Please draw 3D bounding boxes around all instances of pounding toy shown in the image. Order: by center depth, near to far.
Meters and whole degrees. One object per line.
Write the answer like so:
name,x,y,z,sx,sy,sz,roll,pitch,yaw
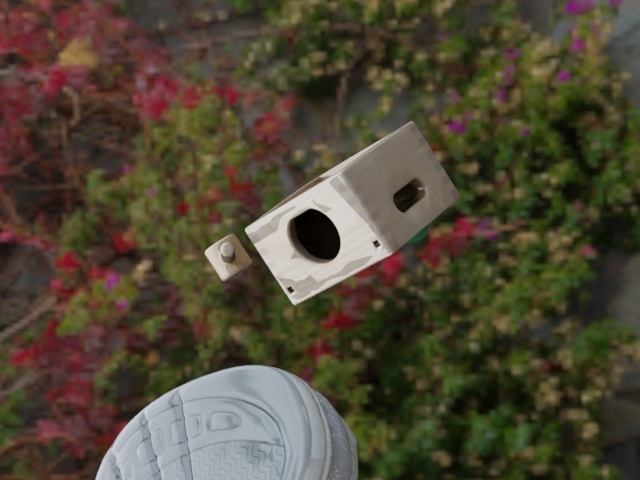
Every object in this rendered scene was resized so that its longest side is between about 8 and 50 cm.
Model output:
pounding toy,-0.009,0.006,1.282,0.094,0.206,0.181,57,-140,-4

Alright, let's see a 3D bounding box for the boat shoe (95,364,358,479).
boat shoe,-0.065,0.174,0.757,0.320,0.103,0.118,-55,42,37
